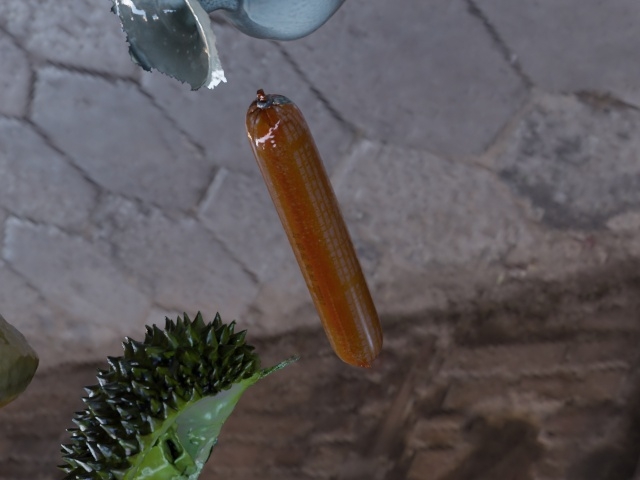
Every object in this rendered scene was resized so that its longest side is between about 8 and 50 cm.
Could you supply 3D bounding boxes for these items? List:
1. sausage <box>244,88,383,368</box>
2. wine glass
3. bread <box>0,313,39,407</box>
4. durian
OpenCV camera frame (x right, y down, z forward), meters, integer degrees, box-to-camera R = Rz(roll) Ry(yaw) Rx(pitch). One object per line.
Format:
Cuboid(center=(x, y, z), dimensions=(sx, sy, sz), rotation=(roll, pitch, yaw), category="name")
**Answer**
Cuboid(center=(0.000, 0.000, 1.205), dimensions=(0.053, 0.053, 0.347), rotation=(11, 142, 29), category="sausage")
Cuboid(center=(-0.091, -0.344, 1.756), dimensions=(0.238, 0.323, 0.238), rotation=(34, 148, 25), category="wine glass")
Cuboid(center=(-0.408, 0.143, 1.374), dimensions=(0.134, 0.244, 0.244), rotation=(61, 151, 4), category="bread")
Cuboid(center=(-0.194, 0.235, 1.573), dimensions=(0.169, 0.355, 0.157), rotation=(25, -171, -31), category="durian")
